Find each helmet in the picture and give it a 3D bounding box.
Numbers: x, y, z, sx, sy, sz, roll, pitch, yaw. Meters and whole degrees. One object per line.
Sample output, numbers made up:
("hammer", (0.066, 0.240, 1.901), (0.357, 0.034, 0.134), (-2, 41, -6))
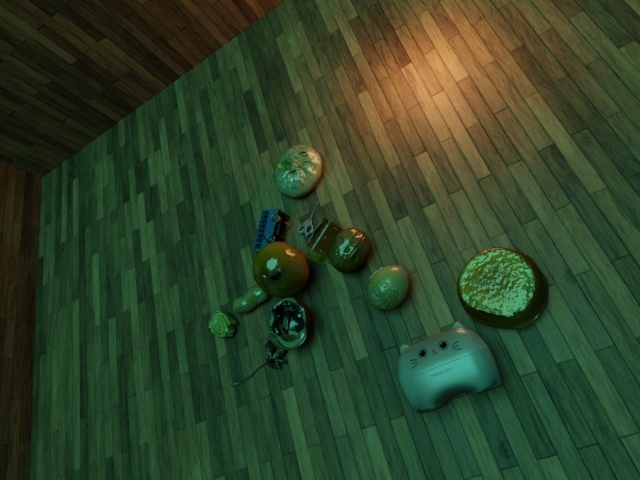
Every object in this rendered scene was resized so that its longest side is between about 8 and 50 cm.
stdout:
("helmet", (-0.119, 0.364, 1.858), (0.198, 0.130, 0.225), (-18, 76, 27))

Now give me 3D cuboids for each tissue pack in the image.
("tissue pack", (0.440, 0.443, 1.468), (0.333, 0.229, 0.236), (-27, 62, 17))

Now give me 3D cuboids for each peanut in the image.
("peanut", (-0.341, 0.284, 2.029), (0.214, 0.090, 0.099), (-36, 71, 12))

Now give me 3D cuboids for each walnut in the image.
("walnut", (0.126, 0.043, 1.824), (0.167, 0.167, 0.207), (40, 98, 33))

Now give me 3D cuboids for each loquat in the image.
("loquat", (-0.177, 0.130, 1.896), (0.262, 0.263, 0.263), (-10, 68, 25))

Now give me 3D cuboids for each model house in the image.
("model house", (0.000, 0.000, 1.921), (0.207, 0.136, 0.219), (34, 90, 33))

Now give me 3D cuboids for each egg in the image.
("egg", (0.273, 0.191, 1.690), (0.164, 0.164, 0.202), (44, 103, 33))

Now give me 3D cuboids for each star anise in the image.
("star anise", (-0.267, 0.529, 1.836), (0.148, 0.227, 0.219), (42, 106, 26))

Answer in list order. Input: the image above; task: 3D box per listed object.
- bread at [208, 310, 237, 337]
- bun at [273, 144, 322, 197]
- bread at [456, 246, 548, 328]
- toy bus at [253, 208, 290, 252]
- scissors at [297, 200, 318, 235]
("bread", (-0.480, 0.417, 2.072), (0.156, 0.064, 0.118), (33, 93, 32))
("bun", (-0.129, -0.362, 2.117), (0.287, 0.146, 0.288), (-10, 65, 24))
("bread", (0.643, 0.162, 1.496), (0.312, 0.172, 0.313), (-10, 69, 27))
("toy bus", (-0.246, -0.029, 2.079), (0.133, 0.116, 0.234), (2, 72, 29))
("scissors", (-0.049, -0.110, 2.056), (0.100, 0.015, 0.189), (13, 73, 42))
